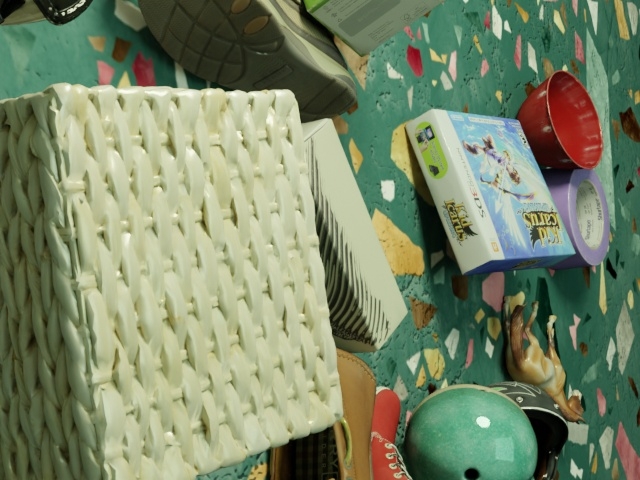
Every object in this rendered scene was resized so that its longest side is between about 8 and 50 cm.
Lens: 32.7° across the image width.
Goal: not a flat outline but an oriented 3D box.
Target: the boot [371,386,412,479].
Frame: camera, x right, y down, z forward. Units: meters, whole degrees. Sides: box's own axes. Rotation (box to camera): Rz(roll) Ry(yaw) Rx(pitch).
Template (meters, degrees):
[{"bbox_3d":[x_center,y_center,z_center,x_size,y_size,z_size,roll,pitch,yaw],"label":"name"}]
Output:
[{"bbox_3d":[0.100,0.285,1.346,0.088,0.176,0.244,51,44,-33],"label":"boot"}]

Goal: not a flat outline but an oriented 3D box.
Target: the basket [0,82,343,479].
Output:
[{"bbox_3d":[-0.184,0.046,0.923,0.328,0.266,0.331,-10,93,-55],"label":"basket"}]

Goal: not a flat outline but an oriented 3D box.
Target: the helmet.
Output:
[{"bbox_3d":[0.271,0.286,1.587,0.169,0.169,0.162,42,60,-42],"label":"helmet"}]

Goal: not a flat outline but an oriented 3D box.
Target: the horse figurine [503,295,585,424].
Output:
[{"bbox_3d":[0.365,0.195,1.829,0.263,0.066,0.175,36,50,-48],"label":"horse figurine"}]

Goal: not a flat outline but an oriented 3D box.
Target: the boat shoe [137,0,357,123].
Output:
[{"bbox_3d":[-0.089,-0.253,1.253,0.355,0.132,0.130,37,35,-51],"label":"boat shoe"}]

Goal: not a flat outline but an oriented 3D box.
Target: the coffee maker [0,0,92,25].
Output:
[{"bbox_3d":[-0.292,-0.247,0.899,0.120,0.178,0.171,-38,116,-53],"label":"coffee maker"}]

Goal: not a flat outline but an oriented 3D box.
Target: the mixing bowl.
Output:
[{"bbox_3d":[0.409,-0.198,1.926,0.181,0.098,0.181,22,59,-43],"label":"mixing bowl"}]

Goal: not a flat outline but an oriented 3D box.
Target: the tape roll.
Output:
[{"bbox_3d":[0.454,-0.043,1.986,0.189,0.080,0.189,13,74,-52],"label":"tape roll"}]

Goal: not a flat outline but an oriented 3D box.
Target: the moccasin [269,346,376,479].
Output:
[{"bbox_3d":[-0.007,0.297,1.225,0.147,0.139,0.380,32,58,-46],"label":"moccasin"}]

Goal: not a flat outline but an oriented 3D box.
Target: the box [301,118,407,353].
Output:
[{"bbox_3d":[0.000,0.000,1.319,0.094,0.113,0.275,-46,119,-47],"label":"box"}]

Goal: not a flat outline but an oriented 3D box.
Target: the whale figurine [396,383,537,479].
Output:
[{"bbox_3d":[0.185,0.329,1.432,0.141,0.216,0.272,-58,161,-80],"label":"whale figurine"}]

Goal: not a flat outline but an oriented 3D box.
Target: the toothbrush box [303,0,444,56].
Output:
[{"bbox_3d":[0.064,-0.401,1.322,0.122,0.206,0.283,32,35,-46],"label":"toothbrush box"}]

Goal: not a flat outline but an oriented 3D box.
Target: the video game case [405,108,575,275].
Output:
[{"bbox_3d":[0.266,-0.074,1.676,0.269,0.061,0.244,-3,69,-51],"label":"video game case"}]
